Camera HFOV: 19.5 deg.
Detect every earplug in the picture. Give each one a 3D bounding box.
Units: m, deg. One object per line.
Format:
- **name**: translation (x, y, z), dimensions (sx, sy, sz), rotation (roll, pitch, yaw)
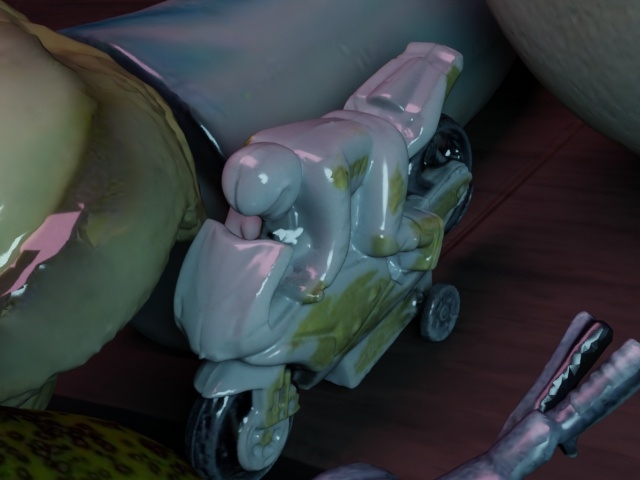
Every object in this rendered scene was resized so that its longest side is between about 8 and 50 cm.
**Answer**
- **earplug**: translation (0.005, -0.101, 1.015), dimensions (0.185, 0.185, 0.324), rotation (4, 34, 46)

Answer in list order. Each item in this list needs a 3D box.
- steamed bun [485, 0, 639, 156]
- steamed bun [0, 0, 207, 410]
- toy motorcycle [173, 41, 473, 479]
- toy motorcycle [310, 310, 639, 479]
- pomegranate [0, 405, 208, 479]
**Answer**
- **steamed bun**: translation (0.186, -0.176, 0.808), dimensions (0.206, 0.324, 0.324), rotation (-12, 17, -32)
- **steamed bun**: translation (-0.234, 0.049, 0.836), dimensions (0.325, 0.230, 0.372), rotation (30, 77, 36)
- **toy motorcycle**: translation (0.000, 0.000, 0.837), dimensions (0.074, 0.151, 0.228), rotation (19, 57, 35)
- **toy motorcycle**: translation (0.012, 0.185, 0.416), dimensions (0.125, 0.212, 0.358), rotation (1, 36, 44)
- **pomegranate**: translation (-0.128, 0.183, 0.620), dimensions (0.222, 0.276, 0.204), rotation (-21, 58, -38)
